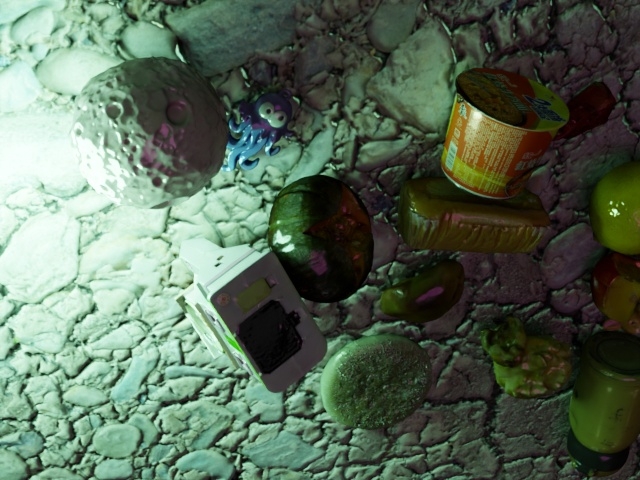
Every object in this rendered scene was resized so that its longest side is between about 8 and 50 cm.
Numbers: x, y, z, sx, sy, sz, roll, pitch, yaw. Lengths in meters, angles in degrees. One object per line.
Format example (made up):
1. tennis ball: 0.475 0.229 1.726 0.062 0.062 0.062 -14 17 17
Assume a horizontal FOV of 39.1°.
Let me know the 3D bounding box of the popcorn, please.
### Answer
1. popcorn: 0.445 0.252 1.935 0.168 0.173 0.195 -11 129 34

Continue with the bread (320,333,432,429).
1. bread: 0.126 0.318 1.978 0.267 0.040 0.266 -6 122 -9

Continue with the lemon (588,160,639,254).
1. lemon: 0.619 -0.063 1.775 0.178 0.178 0.203 33 122 -27

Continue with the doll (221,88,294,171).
1. doll: -0.114 -0.192 1.607 0.110 0.067 0.206 30 121 -17

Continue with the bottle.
1. bottle: 0.655 0.390 2.064 0.172 0.171 0.351 -4 124 -10

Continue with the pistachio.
1. pistachio: 0.216 0.115 1.838 0.189 0.100 0.110 -27 118 3

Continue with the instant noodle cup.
1. instant noodle cup: 0.317 -0.187 1.629 0.213 0.213 0.174 5 128 -15

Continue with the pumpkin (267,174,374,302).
1. pumpkin: -0.002 0.000 1.655 0.159 0.238 0.238 -10 129 32

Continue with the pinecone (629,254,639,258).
1. pinecone: 0.681 0.001 1.879 0.110 0.102 0.102 2 123 15

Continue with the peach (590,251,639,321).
1. peach: 0.628 0.096 1.908 0.151 0.118 0.151 -46 157 -26

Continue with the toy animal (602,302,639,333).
1. toy animal: 0.710 0.176 2.005 0.159 0.070 0.083 -24 124 9

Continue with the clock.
1. clock: -0.155 0.118 1.649 0.166 0.309 0.235 -37 116 -16

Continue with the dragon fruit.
1. dragon fruit: 0.498 -0.233 1.711 0.131 0.063 0.097 -24 122 3

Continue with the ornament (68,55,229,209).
1. ornament: -0.277 -0.166 1.467 0.260 0.259 0.225 -18 85 -1

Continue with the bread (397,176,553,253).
1. bread: 0.289 -0.046 1.729 0.288 0.152 0.119 3 126 -13
